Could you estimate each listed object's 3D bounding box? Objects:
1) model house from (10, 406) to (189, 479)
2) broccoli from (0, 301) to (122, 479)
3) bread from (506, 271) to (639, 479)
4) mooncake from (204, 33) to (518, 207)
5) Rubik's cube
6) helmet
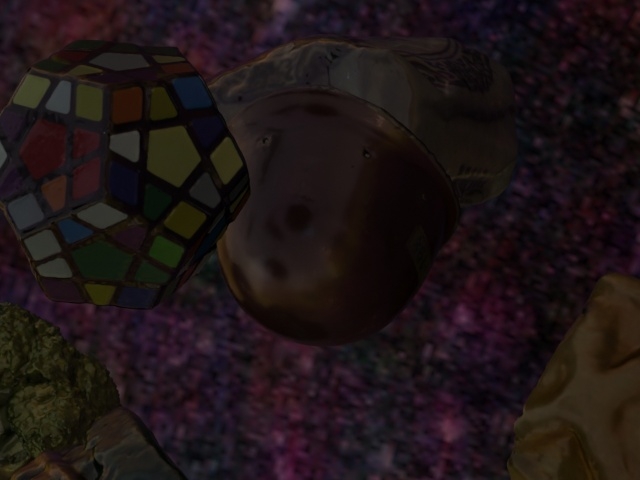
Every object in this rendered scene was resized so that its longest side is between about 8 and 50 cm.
[{"bbox_3d":[-0.188,0.320,1.285,0.329,0.252,0.295,-35,56,-10],"label":"model house"},{"bbox_3d":[-0.316,0.190,1.788,0.186,0.254,0.302,-4,31,30],"label":"broccoli"},{"bbox_3d":[0.287,0.148,1.352,0.252,0.238,0.196,21,96,20],"label":"bread"},{"bbox_3d":[0.013,-0.080,1.395,0.254,0.250,0.136,-7,90,29],"label":"mooncake"},{"bbox_3d":[-0.096,-0.032,0.877,0.112,0.133,0.133,34,104,6],"label":"Rubik's cube"},{"bbox_3d":[0.000,0.000,1.111,0.175,0.155,0.106,96,-172,-52],"label":"helmet"}]
